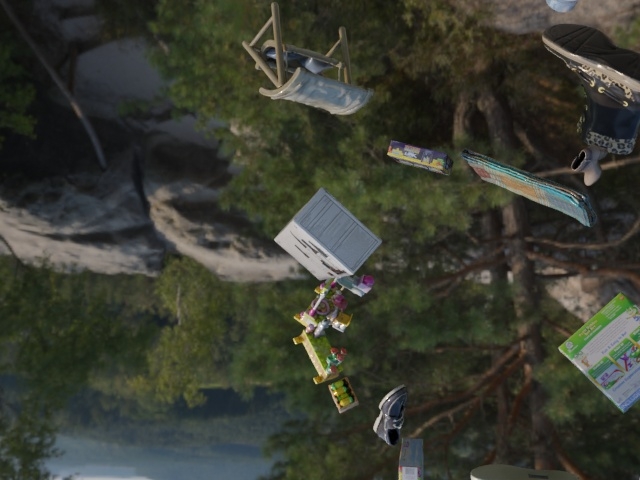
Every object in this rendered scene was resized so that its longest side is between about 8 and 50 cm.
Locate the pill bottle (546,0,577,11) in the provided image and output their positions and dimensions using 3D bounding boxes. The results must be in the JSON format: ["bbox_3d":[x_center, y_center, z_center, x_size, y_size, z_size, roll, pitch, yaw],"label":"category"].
[{"bbox_3d":[0.638,-0.673,1.634,0.108,0.108,0.193,3,152,-3],"label":"pill bottle"}]

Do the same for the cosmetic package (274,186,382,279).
[{"bbox_3d":[0.000,0.000,0.873,0.099,0.060,0.239,43,170,-3],"label":"cosmetic package"}]

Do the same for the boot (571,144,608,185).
[{"bbox_3d":[0.633,-0.177,1.558,0.087,0.042,0.118,-12,131,-27],"label":"boot"}]

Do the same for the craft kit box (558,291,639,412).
[{"bbox_3d":[0.870,0.321,1.884,0.250,0.246,0.061,-43,149,5],"label":"craft kit box"}]

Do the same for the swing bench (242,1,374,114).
[{"bbox_3d":[-0.034,-0.449,1.715,0.253,0.254,0.165,6,145,-41],"label":"swing bench"}]

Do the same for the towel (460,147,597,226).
[{"bbox_3d":[0.598,-0.150,1.874,0.370,0.040,0.271,28,-178,31],"label":"towel"}]

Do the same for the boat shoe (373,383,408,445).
[{"bbox_3d":[0.177,0.410,1.526,0.075,0.065,0.206,-21,143,-27],"label":"boat shoe"}]

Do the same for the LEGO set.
[{"bbox_3d":[0.028,0.145,1.145,0.132,0.287,0.107,18,137,-10],"label":"LEGO set"}]

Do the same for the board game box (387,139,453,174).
[{"bbox_3d":[0.298,-0.244,1.933,0.170,0.048,0.141,17,-178,19],"label":"board game box"}]

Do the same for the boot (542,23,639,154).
[{"bbox_3d":[0.783,-0.436,1.879,0.138,0.377,0.284,-35,143,-18],"label":"boot"}]

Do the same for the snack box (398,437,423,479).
[{"bbox_3d":[0.268,0.718,1.927,0.070,0.207,0.174,-1,-171,11],"label":"snack box"}]

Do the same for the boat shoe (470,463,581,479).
[{"bbox_3d":[0.434,0.533,1.385,0.227,0.081,0.079,1,-170,14],"label":"boat shoe"}]
